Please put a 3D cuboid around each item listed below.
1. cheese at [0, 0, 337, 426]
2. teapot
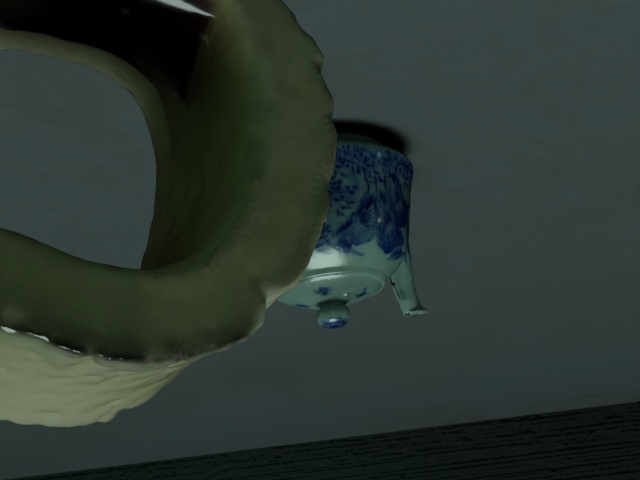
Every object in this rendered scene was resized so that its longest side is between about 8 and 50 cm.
[{"bbox_3d":[-0.170,-0.061,0.962,0.332,0.292,0.153,17,153,-25],"label":"cheese"},{"bbox_3d":[0.000,0.000,1.398,0.232,0.159,0.159,11,155,-42],"label":"teapot"}]
